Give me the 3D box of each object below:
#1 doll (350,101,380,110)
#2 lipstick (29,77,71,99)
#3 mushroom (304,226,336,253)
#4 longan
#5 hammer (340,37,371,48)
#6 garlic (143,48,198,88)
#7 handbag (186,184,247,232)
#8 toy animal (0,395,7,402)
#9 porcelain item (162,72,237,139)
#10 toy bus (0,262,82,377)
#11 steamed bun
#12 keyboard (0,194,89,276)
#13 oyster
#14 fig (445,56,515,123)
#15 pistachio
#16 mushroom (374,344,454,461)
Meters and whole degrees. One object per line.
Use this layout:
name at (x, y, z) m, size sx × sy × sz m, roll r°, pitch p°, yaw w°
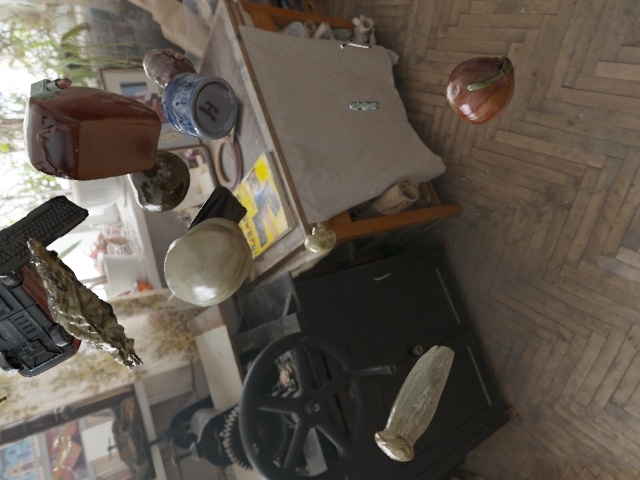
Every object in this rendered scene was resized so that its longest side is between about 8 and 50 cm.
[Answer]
doll at (0.186, -0.558, 1.681) m, size 0.027 × 0.126 × 0.037 m, roll -68°, pitch -22°, yaw -71°
lipstick at (-0.568, -0.327, 0.862) m, size 0.130 × 0.030 × 0.030 m, roll 0°, pitch 87°, yaw 29°
mushroom at (0.000, 0.000, 1.716) m, size 0.148 × 0.148 × 0.112 m, roll -9°, pitch 84°, yaw 56°
longan at (-0.635, -0.233, 1.592) m, size 0.248 × 0.249 × 0.247 m, roll 21°, pitch 117°, yaw 51°
hammer at (0.151, -0.787, 1.626) m, size 0.182 × 0.062 × 0.017 m, roll 43°, pitch 168°, yaw 49°
garlic at (-0.420, -0.486, 1.157) m, size 0.102 × 0.159 × 0.147 m, roll -49°, pitch 26°, yaw 28°
handbag at (-0.408, -0.077, 1.664) m, size 0.080 × 0.246 × 0.223 m, roll 25°, pitch 166°, yaw 26°
toy animal at (-0.965, 0.500, 1.099) m, size 0.136 × 0.182 × 0.073 m, roll 55°, pitch 136°, yaw 36°
porcelain item at (-0.285, -0.316, 0.958) m, size 0.114 × 0.147 × 0.147 m, roll 17°, pitch 115°, yaw 29°
toy bus at (-0.957, 0.206, 1.280) m, size 0.426 × 0.203 × 0.233 m, roll 66°, pitch 171°, yaw -24°
steamed bun at (-0.691, -0.330, 1.215) m, size 0.248 × 0.379 × 0.234 m, roll 30°, pitch 117°, yaw 15°
keyboard at (-0.685, -0.019, 0.971) m, size 0.106 × 0.262 × 0.016 m, roll 33°, pitch 133°, yaw -4°
oyster at (-0.449, 0.134, 0.778) m, size 0.128 × 0.079 × 0.344 m, roll 50°, pitch 163°, yaw 49°
fig at (0.466, -0.440, 1.164) m, size 0.205 × 0.206 × 0.204 m, roll 21°, pitch 117°, yaw 51°
pistachio at (-0.310, 0.073, 1.114) m, size 0.331 × 0.226 × 0.207 m, roll -52°, pitch 42°, yaw 47°
mushroom at (0.323, 0.536, 1.351) m, size 0.138 × 0.407 × 0.154 m, roll 38°, pitch 146°, yaw 11°
